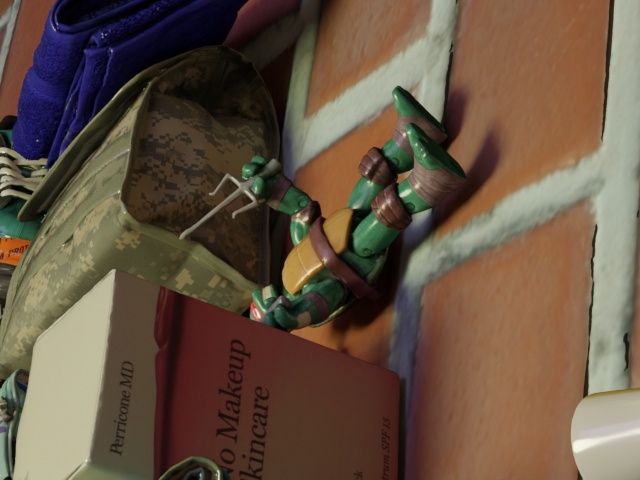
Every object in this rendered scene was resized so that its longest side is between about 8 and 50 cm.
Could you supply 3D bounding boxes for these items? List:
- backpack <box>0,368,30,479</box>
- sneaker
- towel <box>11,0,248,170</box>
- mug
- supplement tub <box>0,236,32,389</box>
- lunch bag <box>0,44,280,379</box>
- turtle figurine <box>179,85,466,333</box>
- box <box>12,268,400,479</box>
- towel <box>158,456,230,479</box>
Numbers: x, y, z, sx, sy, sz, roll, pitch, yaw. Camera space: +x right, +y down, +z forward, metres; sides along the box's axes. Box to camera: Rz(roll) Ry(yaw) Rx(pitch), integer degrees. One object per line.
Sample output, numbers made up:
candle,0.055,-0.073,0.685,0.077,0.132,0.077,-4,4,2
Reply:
backpack,-0.195,0.215,1.379,0.191,0.225,0.253,-43,23,-1
sneaker,-0.355,-0.065,2.022,0.121,0.108,0.302,-67,24,11
towel,-0.160,-0.169,1.602,0.076,0.228,0.308,58,157,6
mug,0.178,0.098,0.946,0.064,0.062,0.078,-24,55,44
supplement tub,-0.313,0.177,1.615,0.207,0.207,0.338,-35,32,47
lunch bag,-0.158,-0.022,1.555,0.235,0.169,0.287,-45,27,35
turtle figurine,0.000,0.000,1.294,0.234,0.118,0.175,-44,43,14
box,-0.074,0.140,1.189,0.127,0.232,0.148,-39,38,45
towel,-0.130,0.313,1.092,0.271,0.040,0.370,-57,-16,-29
